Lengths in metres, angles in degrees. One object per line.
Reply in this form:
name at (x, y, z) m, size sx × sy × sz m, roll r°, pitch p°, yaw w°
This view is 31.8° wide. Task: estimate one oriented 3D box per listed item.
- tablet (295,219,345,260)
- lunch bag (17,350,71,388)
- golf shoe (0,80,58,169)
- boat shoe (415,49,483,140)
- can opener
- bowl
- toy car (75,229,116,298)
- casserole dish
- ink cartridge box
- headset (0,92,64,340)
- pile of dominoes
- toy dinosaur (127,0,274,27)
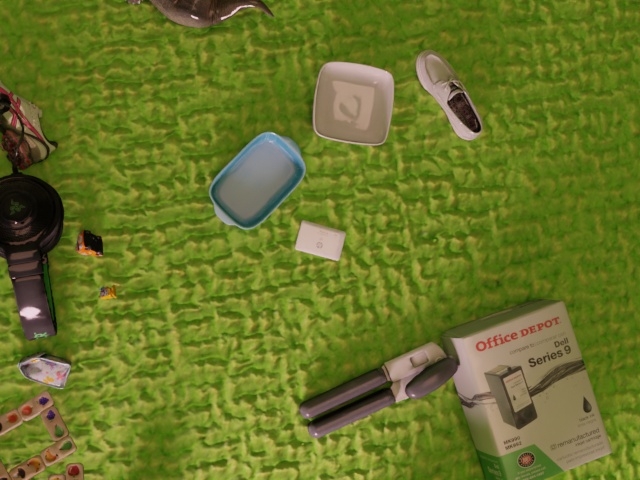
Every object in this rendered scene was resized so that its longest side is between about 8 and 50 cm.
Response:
tablet at (0.000, 0.000, 1.999) m, size 0.083 × 0.006 × 0.054 m, roll 15°, pitch 86°, yaw -10°
lunch bag at (-0.460, 0.211, 1.870) m, size 0.083 × 0.071 × 0.053 m, roll 16°, pitch 87°, yaw -10°
golf shoe at (-0.515, -0.213, 1.882) m, size 0.086 × 0.067 × 0.186 m, roll -33°, pitch 98°, yaw -34°
boat shoe at (0.235, -0.264, 2.022) m, size 0.066 × 0.063 × 0.184 m, roll -27°, pitch 94°, yaw -11°
can opener at (0.104, 0.263, 1.966) m, size 0.283 × 0.095 × 0.076 m, roll -23°, pitch 92°, yaw -11°
bowl at (0.054, -0.241, 1.992) m, size 0.142 × 0.053 × 0.142 m, roll 8°, pitch 88°, yaw -11°
toy car at (-0.388, 0.044, 1.899) m, size 0.040 × 0.060 × 0.122 m, roll -16°, pitch 84°, yaw 21°
casserole dish at (-0.112, -0.104, 1.965) m, size 0.114 × 0.037 × 0.188 m, roll 44°, pitch 80°, yaw -7°
ink cartridge box at (0.364, 0.270, 2.003) m, size 0.211 × 0.121 × 0.289 m, roll -19°, pitch 92°, yaw -11°
headset at (-0.501, -0.034, 1.776) m, size 0.185 × 0.243 × 0.394 m, roll -9°, pitch 93°, yaw -11°
pile of dominoes at (-0.518, 0.387, 1.836) m, size 0.251 × 0.040 × 0.196 m, roll -30°, pitch 74°, yaw -11°
toy dinosaur at (-0.234, -0.438, 1.927) m, size 0.313 × 0.121 × 0.160 m, roll 27°, pitch 95°, yaw -14°
